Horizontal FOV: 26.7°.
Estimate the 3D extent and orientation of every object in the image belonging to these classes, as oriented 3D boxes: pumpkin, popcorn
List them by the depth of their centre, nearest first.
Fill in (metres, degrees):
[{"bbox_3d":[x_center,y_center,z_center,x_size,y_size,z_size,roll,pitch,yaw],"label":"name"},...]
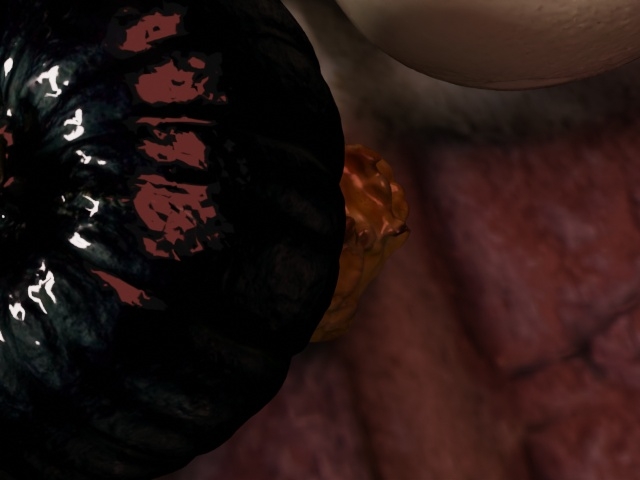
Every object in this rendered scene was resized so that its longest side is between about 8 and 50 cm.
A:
[{"bbox_3d":[-0.082,-0.011,0.451,0.150,0.194,0.194,47,48,-34],"label":"pumpkin"},{"bbox_3d":[0.000,0.000,0.517,0.057,0.083,0.082,30,82,3],"label":"popcorn"}]

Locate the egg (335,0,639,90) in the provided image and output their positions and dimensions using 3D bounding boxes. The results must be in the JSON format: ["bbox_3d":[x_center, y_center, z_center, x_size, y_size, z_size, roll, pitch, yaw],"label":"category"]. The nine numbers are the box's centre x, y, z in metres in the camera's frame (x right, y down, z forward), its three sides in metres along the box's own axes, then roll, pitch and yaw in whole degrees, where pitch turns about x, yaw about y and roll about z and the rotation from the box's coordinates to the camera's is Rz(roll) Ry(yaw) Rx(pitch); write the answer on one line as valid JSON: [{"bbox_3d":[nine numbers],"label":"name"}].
[{"bbox_3d":[0.053,-0.189,0.566,0.174,0.264,0.286,-32,81,3],"label":"egg"}]
